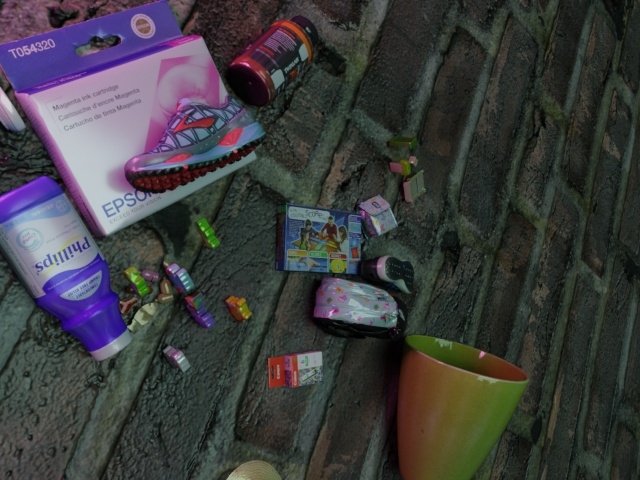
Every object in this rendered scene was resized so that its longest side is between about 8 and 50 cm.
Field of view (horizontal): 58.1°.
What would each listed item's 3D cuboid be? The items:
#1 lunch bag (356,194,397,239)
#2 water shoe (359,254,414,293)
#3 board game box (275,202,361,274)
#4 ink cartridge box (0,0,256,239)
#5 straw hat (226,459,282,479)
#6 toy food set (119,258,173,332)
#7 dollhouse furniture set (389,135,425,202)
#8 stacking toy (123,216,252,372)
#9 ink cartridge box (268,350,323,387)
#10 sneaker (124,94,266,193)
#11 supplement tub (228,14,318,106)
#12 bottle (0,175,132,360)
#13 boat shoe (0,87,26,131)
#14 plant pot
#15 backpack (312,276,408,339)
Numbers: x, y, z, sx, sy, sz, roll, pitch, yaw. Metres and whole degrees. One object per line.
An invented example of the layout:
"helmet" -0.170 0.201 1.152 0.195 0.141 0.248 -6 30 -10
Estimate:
"lunch bag" 0.125 -0.054 1.296 0.071 0.053 0.083 -25 92 -37
"water shoe" 0.152 0.072 1.297 0.203 0.080 0.073 33 60 -58
"board game box" 0.000 0.000 1.206 0.201 0.035 0.136 6 83 -37
"ink cartridge box" -0.306 -0.220 0.971 0.324 0.071 0.330 -35 108 -34
"straw hat" -0.110 0.484 1.066 0.144 0.061 0.145 3 85 -37
"toy food set" -0.296 0.090 0.983 0.122 0.019 0.078 -42 111 -27
"dollhouse furniture set" 0.204 -0.170 1.384 0.076 0.058 0.152 -40 129 -40
"stacking toy" -0.225 0.095 0.995 0.167 0.052 0.221 -39 122 -34
"ink cartridge box" -0.049 0.258 1.151 0.115 0.029 0.063 0 87 -38
"sneaker" -0.219 -0.166 0.948 0.261 0.104 0.125 -31 89 -41
"supplement tub" -0.084 -0.358 1.127 0.106 0.106 0.198 50 60 -23
"bottle" -0.385 0.049 0.871 0.118 0.092 0.283 -36 108 -35
"boat shoe" -0.505 -0.225 0.824 0.063 0.066 0.184 -42 114 -17
"plant pot" 0.280 0.394 1.268 0.274 0.274 0.294 12 95 -36
"backpack" 0.072 0.142 1.195 0.181 0.152 0.115 15 72 -23
